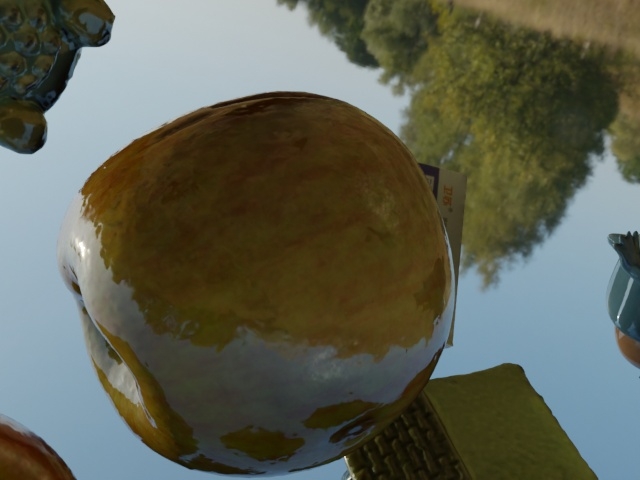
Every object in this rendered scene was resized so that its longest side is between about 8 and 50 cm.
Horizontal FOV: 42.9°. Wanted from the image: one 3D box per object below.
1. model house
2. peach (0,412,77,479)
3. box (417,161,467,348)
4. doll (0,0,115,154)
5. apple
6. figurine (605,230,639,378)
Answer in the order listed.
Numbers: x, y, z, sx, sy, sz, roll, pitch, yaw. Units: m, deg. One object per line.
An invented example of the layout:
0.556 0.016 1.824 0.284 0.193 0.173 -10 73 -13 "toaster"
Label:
0.091 0.232 0.681 0.189 0.214 0.195 6 -140 -28 "model house"
-0.301 0.307 0.630 0.306 0.380 0.242 51 -150 -7 "peach"
0.000 0.000 0.889 0.299 0.200 0.106 12 164 -17 "box"
-0.312 -0.197 0.633 0.161 0.177 0.260 36 -176 28 "doll"
-0.050 0.030 0.546 0.264 0.264 0.264 18 -161 -6 "apple"
0.266 0.065 0.576 0.114 0.145 0.178 -3 -166 -3 "figurine"
